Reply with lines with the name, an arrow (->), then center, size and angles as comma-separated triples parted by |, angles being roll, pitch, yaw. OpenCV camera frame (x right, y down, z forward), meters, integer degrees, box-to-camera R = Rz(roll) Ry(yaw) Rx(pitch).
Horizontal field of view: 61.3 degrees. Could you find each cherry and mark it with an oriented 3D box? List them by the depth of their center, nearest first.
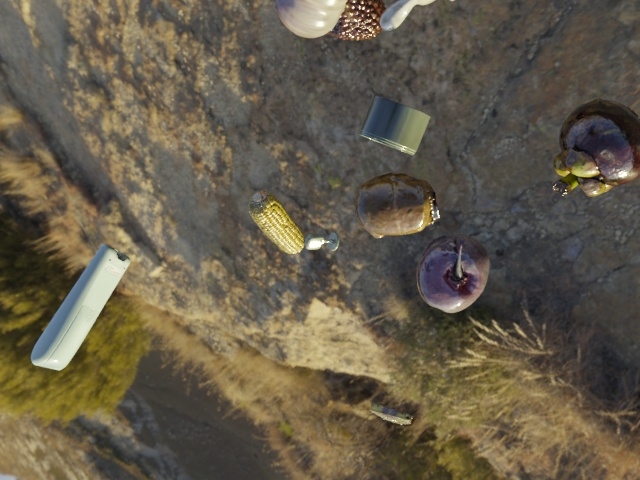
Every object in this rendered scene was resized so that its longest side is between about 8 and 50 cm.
cherry -> 0.352, 0.083, 1.445 | 0.184, 0.213, 0.266 | 31, -171, 9

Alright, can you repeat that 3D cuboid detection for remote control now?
remote control -> -0.526, 0.151, 1.206 | 0.051, 0.293, 0.103 | 22, 165, 21

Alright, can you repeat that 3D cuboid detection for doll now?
doll -> 0.278, -0.628, 1.307 | 0.160, 0.242, 0.311 | 31, 127, -26

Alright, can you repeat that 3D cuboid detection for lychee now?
lychee -> 0.097, -0.784, 1.798 | 0.271, 0.235, 0.236 | 32, 151, -10

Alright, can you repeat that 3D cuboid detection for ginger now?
ginger -> 0.227, -0.114, 1.739 | 0.269, 0.223, 0.200 | -149, 39, -73

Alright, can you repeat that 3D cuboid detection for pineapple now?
pineapple -> 0.130, 0.314, 0.966 | 0.083, 0.019, 0.045 | 7, 151, 32

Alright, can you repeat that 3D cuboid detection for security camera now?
security camera -> 0.000, 0.000, 1.528 | 0.058, 0.092, 0.058 | -21, 66, 61

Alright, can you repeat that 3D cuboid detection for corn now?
corn -> -0.106, -0.039, 1.327 | 0.080, 0.080, 0.238 | 32, 166, 37

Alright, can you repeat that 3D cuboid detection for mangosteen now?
mangosteen -> 0.578, -0.182, 1.139 | 0.217, 0.192, 0.192 | -45, 75, 16

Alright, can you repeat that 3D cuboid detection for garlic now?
garlic -> -0.012, -0.595, 1.206 | 0.207, 0.207, 0.256 | 3, 116, 54

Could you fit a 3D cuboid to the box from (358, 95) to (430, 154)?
box -> 0.266, -0.419, 1.967 | 0.226, 0.226, 0.149 | 30, 104, 38
